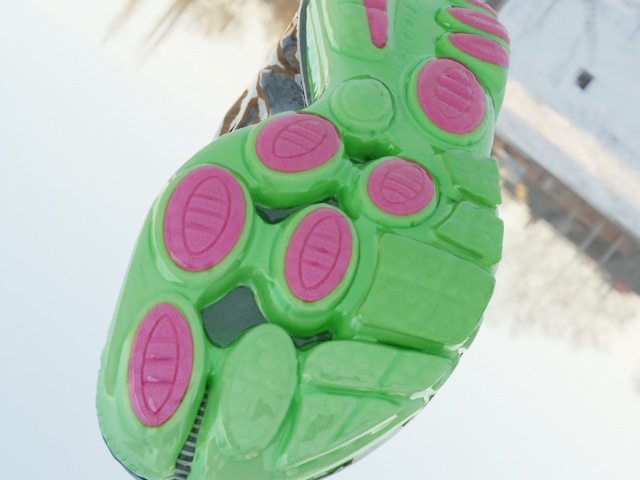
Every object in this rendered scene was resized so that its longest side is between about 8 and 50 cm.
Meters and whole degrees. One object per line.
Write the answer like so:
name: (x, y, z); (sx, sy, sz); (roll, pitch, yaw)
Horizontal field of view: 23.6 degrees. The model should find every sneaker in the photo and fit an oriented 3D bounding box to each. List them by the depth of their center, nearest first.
sneaker: (0.000, 0.000, 0.904); (0.185, 0.202, 0.483); (29, -144, -1)
